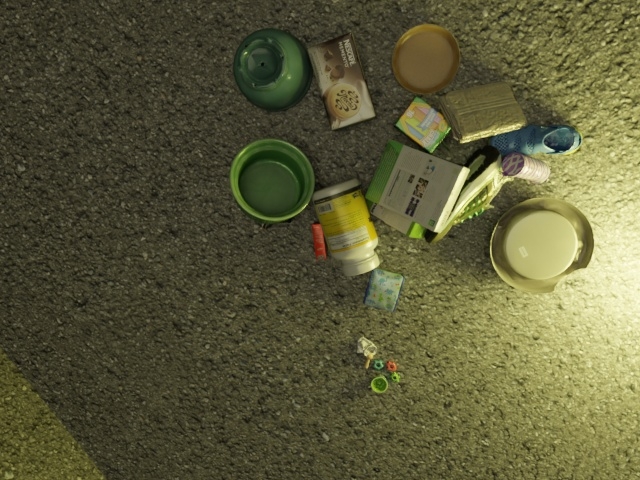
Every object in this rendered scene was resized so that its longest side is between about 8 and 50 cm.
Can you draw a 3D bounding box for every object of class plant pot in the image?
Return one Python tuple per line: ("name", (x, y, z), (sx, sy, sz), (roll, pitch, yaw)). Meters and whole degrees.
("plant pot", (-0.186, -0.615, 1.702), (0.293, 0.196, 0.293), (2, 101, 8))
("plant pot", (0.373, -0.640, 1.699), (0.236, 0.032, 0.236), (1, 100, 8))

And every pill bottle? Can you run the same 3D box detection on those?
("pill bottle", (0.102, -0.047, 1.770), (0.187, 0.188, 0.334), (-17, 98, 11))

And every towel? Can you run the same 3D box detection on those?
("towel", (0.550, -0.436, 1.624), (0.282, 0.049, 0.187), (-14, 73, -14))

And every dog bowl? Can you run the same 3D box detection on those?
("dog bowl", (0.782, 0.012, 1.725), (0.348, 0.102, 0.349), (2, 100, 9))

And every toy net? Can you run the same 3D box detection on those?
("toy net", (0.227, 0.492, 1.925), (0.122, 0.045, 0.232), (-25, 96, 12))

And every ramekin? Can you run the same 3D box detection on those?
("ramekin", (-0.182, -0.204, 1.751), (0.303, 0.148, 0.303), (2, 79, -11))

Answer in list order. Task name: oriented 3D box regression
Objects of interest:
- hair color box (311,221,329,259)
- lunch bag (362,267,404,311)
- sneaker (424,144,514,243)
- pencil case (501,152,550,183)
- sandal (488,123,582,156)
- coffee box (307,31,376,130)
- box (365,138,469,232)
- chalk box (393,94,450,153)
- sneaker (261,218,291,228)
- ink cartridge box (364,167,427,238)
("hair color box", (0.000, 0.000, 1.853), (0.043, 0.072, 0.141), (-6, 99, 11))
("lunch bag", (0.243, 0.189, 1.841), (0.128, 0.096, 0.151), (15, 93, 5))
("sneaker", (0.541, -0.129, 1.721), (0.182, 0.158, 0.410), (29, 114, -21))
("pencil case", (0.707, -0.246, 1.647), (0.088, 0.206, 0.086), (-47, 52, 35))
("sandal", (0.747, -0.348, 1.646), (0.317, 0.138, 0.126), (-4, 102, 11))
("coffee box", (0.081, -0.560, 1.712), (0.168, 0.119, 0.297), (-15, 98, 12))
("box", (0.324, -0.195, 1.657), (0.322, 0.058, 0.232), (32, 105, 38))
("chalk box", (0.381, -0.394, 1.693), (0.213, 0.132, 0.132), (37, 104, -1))
("sneaker", (-0.152, -0.088, 1.863), (0.170, 0.063, 0.075), (-37, 87, 8))
("ink cartridge box", (0.297, -0.147, 1.774), (0.255, 0.097, 0.189), (35, 108, 39))
